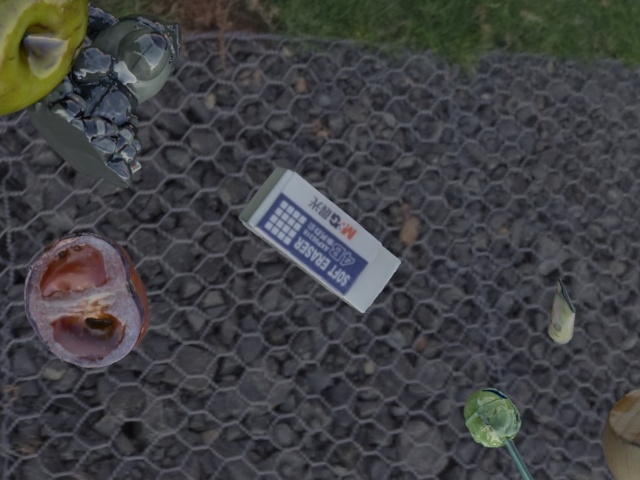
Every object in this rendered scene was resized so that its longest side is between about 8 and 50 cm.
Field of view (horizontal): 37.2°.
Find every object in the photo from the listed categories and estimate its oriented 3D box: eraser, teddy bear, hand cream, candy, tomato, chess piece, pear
[{"bbox_3d":[0.000,0.000,1.697,0.279,0.081,0.124,39,83,-21],"label":"eraser"},{"bbox_3d":[-0.262,-0.210,1.166,0.171,0.144,0.251,30,70,-26],"label":"teddy bear"},{"bbox_3d":[0.374,0.117,1.467,0.039,0.143,0.061,-15,57,2],"label":"hand cream"},{"bbox_3d":[0.332,0.386,1.520,0.092,0.093,0.335,-21,59,-11],"label":"candy"},{"bbox_3d":[-0.389,0.099,1.614,0.199,0.112,0.228,-13,89,6],"label":"tomato"},{"bbox_3d":[0.191,0.105,0.499,0.084,0.084,0.038,-28,112,-33],"label":"chess piece"},{"bbox_3d":[-0.370,-0.258,0.963,0.284,0.283,0.283,7,75,-30],"label":"pear"}]
